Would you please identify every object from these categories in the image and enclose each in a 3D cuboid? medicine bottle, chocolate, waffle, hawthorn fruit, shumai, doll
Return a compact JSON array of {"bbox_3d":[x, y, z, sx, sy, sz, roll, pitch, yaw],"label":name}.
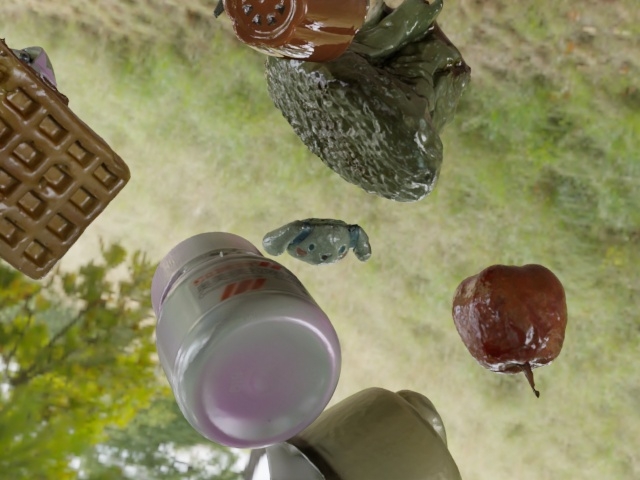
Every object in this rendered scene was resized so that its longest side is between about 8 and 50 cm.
[{"bbox_3d":[-0.131,0.141,1.523,0.256,0.256,0.325,16,-163,-26],"label":"medicine bottle"},{"bbox_3d":[0.102,0.425,1.695,0.297,0.326,0.314,-23,-138,-27],"label":"chocolate"},{"bbox_3d":[-0.409,-0.109,1.252,0.098,0.224,0.328,35,170,34],"label":"waffle"},{"bbox_3d":[0.351,0.169,1.753,0.207,0.243,0.207,-9,158,-4],"label":"hawthorn fruit"},{"bbox_3d":[0.122,-0.287,1.779,0.397,0.323,0.324,32,157,31],"label":"shumai"},{"bbox_3d":[0.000,0.000,1.750,0.214,0.072,0.104,7,133,-25],"label":"doll"}]

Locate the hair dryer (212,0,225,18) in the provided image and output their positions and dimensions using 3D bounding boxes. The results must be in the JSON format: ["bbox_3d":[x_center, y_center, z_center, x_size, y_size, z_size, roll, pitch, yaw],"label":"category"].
[{"bbox_3d":[-0.159,-0.509,1.858,0.195,0.220,0.054,25,162,41],"label":"hair dryer"}]

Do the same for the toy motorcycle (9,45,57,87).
[{"bbox_3d":[-0.535,-0.240,1.468,0.327,0.188,0.143,22,-173,-39],"label":"toy motorcycle"}]

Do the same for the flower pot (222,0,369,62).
[{"bbox_3d":[-0.047,-0.344,1.413,0.190,0.191,0.173,8,-163,23],"label":"flower pot"}]
